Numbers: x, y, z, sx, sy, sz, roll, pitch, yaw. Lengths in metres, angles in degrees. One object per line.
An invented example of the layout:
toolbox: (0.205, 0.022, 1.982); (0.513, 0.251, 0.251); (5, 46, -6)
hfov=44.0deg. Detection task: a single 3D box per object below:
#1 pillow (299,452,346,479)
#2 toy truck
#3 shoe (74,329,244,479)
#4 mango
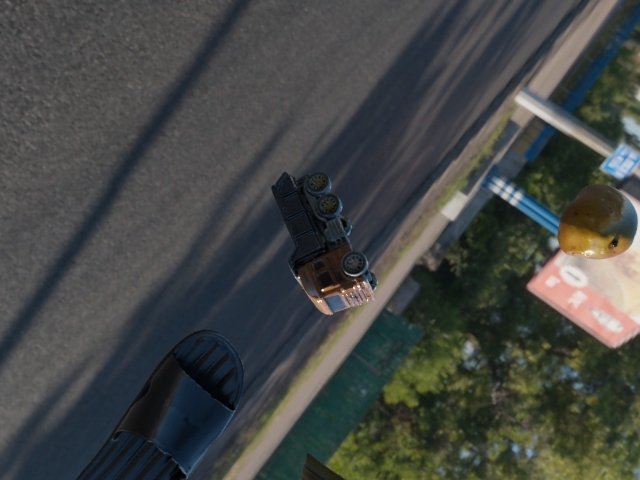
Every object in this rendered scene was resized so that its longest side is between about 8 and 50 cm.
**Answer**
pillow: (-0.007, 0.436, 1.190); (0.038, 0.113, 0.203); (5, 104, -48)
toy truck: (0.000, 0.000, 1.020); (0.092, 0.192, 0.083); (-25, 154, 3)
shoe: (-0.103, 0.131, 0.492); (0.159, 0.062, 0.053); (-50, -165, -3)
mango: (0.290, -0.021, 0.829); (0.114, 0.080, 0.060); (-60, 148, -58)
